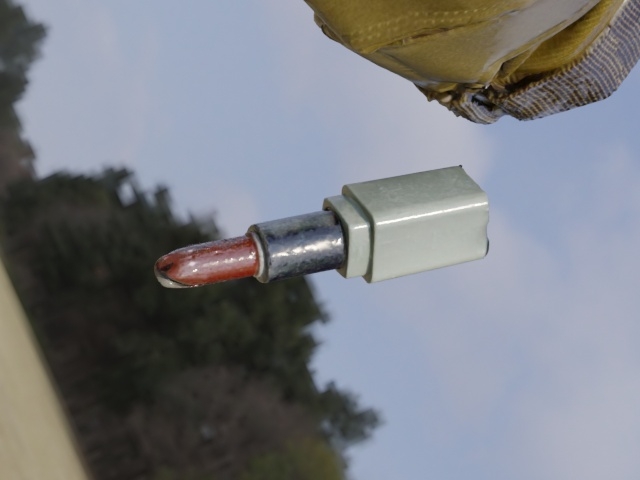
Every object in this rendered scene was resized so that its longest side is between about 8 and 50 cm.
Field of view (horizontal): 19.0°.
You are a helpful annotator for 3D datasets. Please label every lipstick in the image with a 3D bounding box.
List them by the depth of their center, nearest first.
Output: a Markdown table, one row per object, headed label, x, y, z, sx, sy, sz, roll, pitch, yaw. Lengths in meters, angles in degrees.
| label | x | y | z | sx | sy | sz | roll | pitch | yaw |
| --- | --- | --- | --- | --- | --- | --- | --- | --- | --- |
| lipstick | 0.000 | 0.000 | 0.591 | 0.025 | 0.107 | 0.025 | -129 | -144 | -50 |

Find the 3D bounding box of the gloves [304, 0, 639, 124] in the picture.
| label | x | y | z | sx | sy | sz | roll | pitch | yaw |
| --- | --- | --- | --- | --- | --- | --- | --- | --- | --- |
| gloves | 0.040 | -0.139 | 0.588 | 0.331 | 0.154 | 0.141 | 47 | 23 | -62 |
